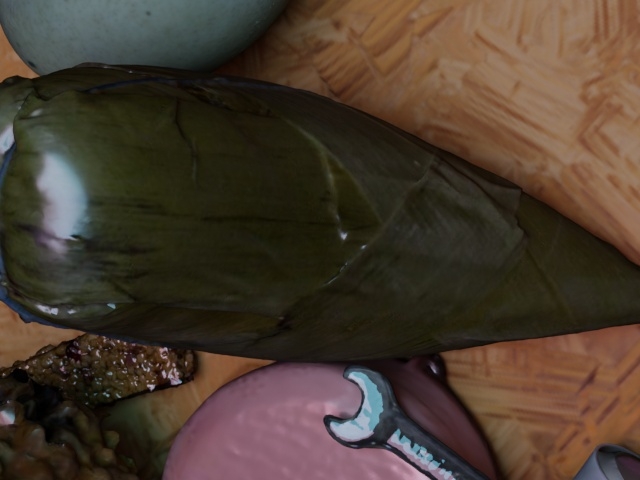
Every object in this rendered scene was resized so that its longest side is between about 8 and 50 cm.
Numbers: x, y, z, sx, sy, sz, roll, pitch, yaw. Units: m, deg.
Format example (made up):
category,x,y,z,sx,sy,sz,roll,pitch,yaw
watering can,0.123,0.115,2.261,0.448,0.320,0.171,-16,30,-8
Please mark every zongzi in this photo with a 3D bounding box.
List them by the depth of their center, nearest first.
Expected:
category,x,y,z,sx,sy,sz,roll,pitch,yaw
zongzi,0.000,0.000,1.022,0.393,0.356,0.174,13,94,20

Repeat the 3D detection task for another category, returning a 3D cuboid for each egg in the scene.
category,x,y,z,sx,sy,sz,roll,pitch,yaw
egg,-0.110,-0.188,1.145,0.236,0.169,0.169,-31,84,19

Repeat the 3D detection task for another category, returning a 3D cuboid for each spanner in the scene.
category,x,y,z,sx,sy,sz,roll,pitch,yaw
spanner,0.109,0.167,1.082,0.254,0.015,0.054,36,88,9

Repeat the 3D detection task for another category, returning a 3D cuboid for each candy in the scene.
category,x,y,z,sx,sy,sz,roll,pitch,yaw
candy,0.010,0.190,1.178,0.255,0.094,0.255,3,97,24

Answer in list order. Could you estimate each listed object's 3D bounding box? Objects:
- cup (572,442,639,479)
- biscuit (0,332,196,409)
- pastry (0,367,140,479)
category,x,y,z,sx,sy,sz,roll,pitch,yaw
cup,0.188,0.204,1.111,0.104,0.074,0.116,49,116,31
biscuit,-0.183,0.104,1.284,0.199,0.034,0.064,-21,88,23
pastry,-0.282,0.295,1.182,0.292,0.337,0.405,20,120,60
